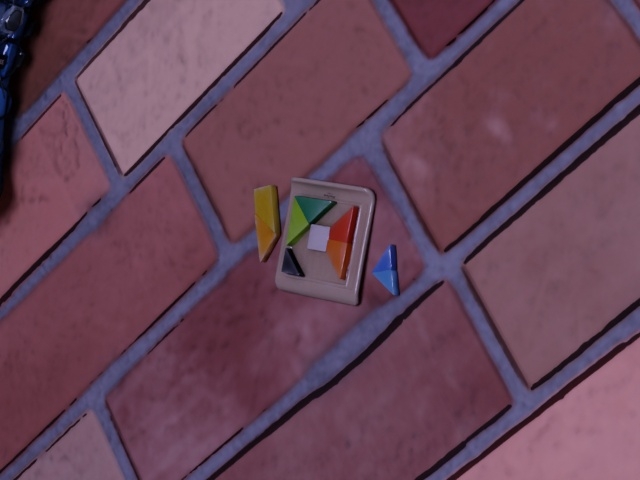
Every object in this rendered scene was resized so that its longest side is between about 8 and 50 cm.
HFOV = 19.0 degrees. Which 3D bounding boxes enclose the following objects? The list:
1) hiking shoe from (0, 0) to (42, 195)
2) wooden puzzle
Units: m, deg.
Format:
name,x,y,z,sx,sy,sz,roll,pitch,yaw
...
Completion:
name,x,y,z,sx,sy,sz,roll,pitch,yaw
hiking shoe,-0.250,-0.163,1.331,0.132,0.113,0.304,-10,81,40
wooden puzzle,0.000,0.000,1.176,0.116,0.014,0.079,1,88,40
